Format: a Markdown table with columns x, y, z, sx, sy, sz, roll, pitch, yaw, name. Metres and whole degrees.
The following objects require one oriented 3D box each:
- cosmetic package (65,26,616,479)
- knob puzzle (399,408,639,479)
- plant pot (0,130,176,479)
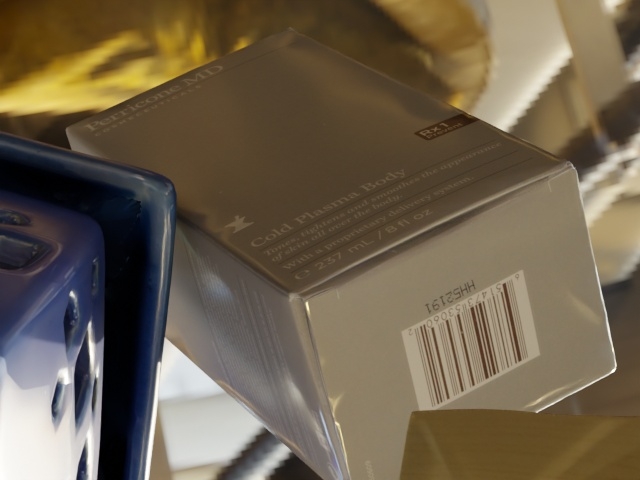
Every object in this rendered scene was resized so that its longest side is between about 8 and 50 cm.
| x | y | z | sx | sy | sz | roll | pitch | yaw | name |
| --- | --- | --- | --- | --- | --- | --- | --- | --- | --- |
| 0.000 | 0.000 | 0.798 | 0.127 | 0.238 | 0.107 | -27 | 121 | -20 | cosmetic package |
| 0.080 | 0.117 | 0.300 | 0.030 | 0.213 | 0.213 | 16 | 144 | -42 | knob puzzle |
| -0.183 | 0.069 | 0.715 | 0.236 | 0.236 | 0.212 | 14 | -154 | 13 | plant pot |
